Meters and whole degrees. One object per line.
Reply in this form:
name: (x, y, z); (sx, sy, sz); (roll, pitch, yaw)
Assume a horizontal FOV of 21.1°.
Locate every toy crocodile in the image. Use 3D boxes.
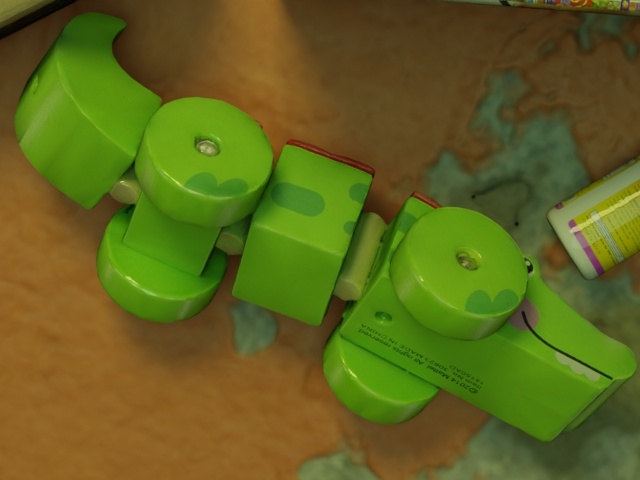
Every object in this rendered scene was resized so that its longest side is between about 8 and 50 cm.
toy crocodile: (0.000, 0.000, 0.871); (0.340, 0.105, 0.115); (25, 139, -2)

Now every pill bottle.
pill bottle: (0.162, -0.018, 0.886); (0.083, 0.043, 0.043); (-31, 95, 6)

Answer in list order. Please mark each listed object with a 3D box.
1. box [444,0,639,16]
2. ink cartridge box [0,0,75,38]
box: (0.119, -0.251, 0.790); (0.279, 0.177, 0.290); (6, 98, 1)
ink cartridge box: (-0.195, -0.212, 0.831); (0.193, 0.088, 0.235); (-24, 97, 20)
